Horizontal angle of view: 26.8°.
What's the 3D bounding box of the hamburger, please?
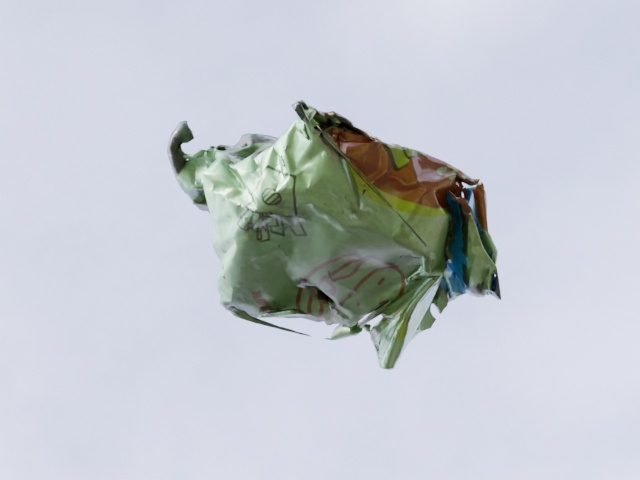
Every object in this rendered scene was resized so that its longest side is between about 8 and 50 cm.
[{"bbox_3d":[-0.001,0.007,1.139,0.260,0.276,0.150,35,-116,-32],"label":"hamburger"}]
